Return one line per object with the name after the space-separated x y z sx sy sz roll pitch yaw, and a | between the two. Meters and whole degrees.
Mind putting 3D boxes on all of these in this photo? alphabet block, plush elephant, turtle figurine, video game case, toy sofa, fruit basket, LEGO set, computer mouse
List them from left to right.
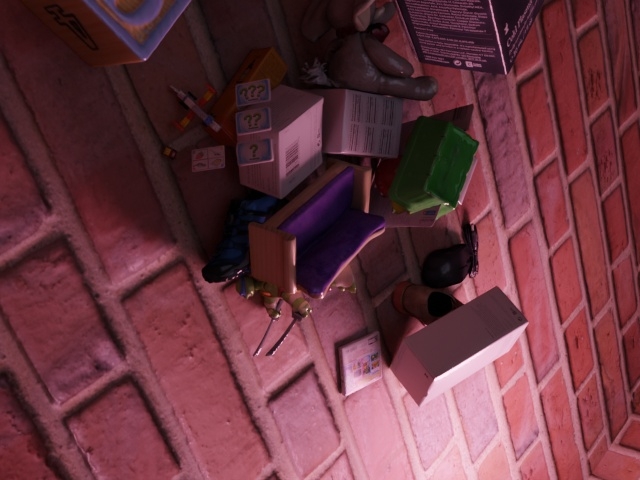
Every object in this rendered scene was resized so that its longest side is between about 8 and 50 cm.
-0.385 -0.449 1.355 0.193 0.197 0.192 47 65 -38 | alphabet block
-0.222 -0.239 1.545 0.060 0.244 0.182 28 57 -70 | LEGO set
-0.054 0.154 1.758 0.266 0.274 0.197 -13 151 -15 | turtle figurine
0.007 -0.036 1.696 0.362 0.177 0.150 -44 144 -45 | toy sofa
0.095 -0.481 1.764 0.330 0.272 0.255 0 101 -41 | plush elephant
0.114 0.344 2.096 0.157 0.019 0.143 -17 109 -42 | video game case
0.241 -0.172 1.906 0.166 0.353 0.326 26 76 -20 | fruit basket
0.423 0.068 2.316 0.272 0.072 0.188 -22 113 -40 | computer mouse

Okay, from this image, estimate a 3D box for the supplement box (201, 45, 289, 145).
-0.166 -0.324 1.673 0.080 0.078 0.233 43 68 -40 | supplement box

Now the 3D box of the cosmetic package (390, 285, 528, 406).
0.403 0.308 2.172 0.366 0.155 0.197 -24 152 -25 | cosmetic package

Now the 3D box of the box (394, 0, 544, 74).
0.409 -0.777 1.934 0.479 0.298 0.471 -62 146 -17 | box

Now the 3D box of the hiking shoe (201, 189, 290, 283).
-0.186 -0.028 1.694 0.304 0.113 0.132 -52 121 -38 | hiking shoe

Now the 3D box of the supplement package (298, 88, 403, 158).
0.059 -0.282 1.816 0.203 0.194 0.149 -1 98 -44 | supplement package

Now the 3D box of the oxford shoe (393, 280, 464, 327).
0.366 0.213 2.241 0.348 0.130 0.122 18 83 -45 | oxford shoe

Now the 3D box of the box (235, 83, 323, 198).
-0.088 -0.221 1.657 0.182 0.119 0.180 -46 149 -41 | box
